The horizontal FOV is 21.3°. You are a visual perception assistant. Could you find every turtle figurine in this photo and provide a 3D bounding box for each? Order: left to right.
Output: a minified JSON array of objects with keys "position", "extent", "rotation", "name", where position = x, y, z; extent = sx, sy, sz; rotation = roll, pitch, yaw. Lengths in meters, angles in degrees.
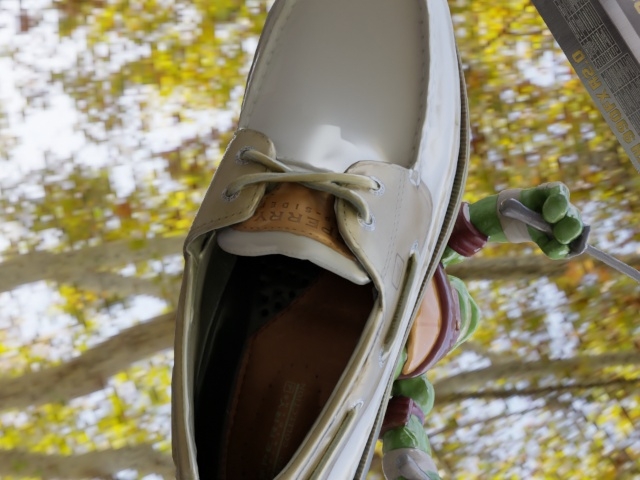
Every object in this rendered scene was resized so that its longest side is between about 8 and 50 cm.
[{"position":[0.088,0.062,0.979],"extent":[0.198,0.266,0.274],"rotation":[-44,-112,16],"name":"turtle figurine"}]

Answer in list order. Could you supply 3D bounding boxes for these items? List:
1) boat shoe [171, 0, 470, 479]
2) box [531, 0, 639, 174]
[{"position":[0.000,0.000,0.762],"extent":[0.113,0.103,0.302],"rotation":[8,-94,10],"name":"boat shoe"},{"position":[0.254,-0.088,0.961],"extent":[0.231,0.183,0.056],"rotation":[58,-25,4],"name":"box"}]
